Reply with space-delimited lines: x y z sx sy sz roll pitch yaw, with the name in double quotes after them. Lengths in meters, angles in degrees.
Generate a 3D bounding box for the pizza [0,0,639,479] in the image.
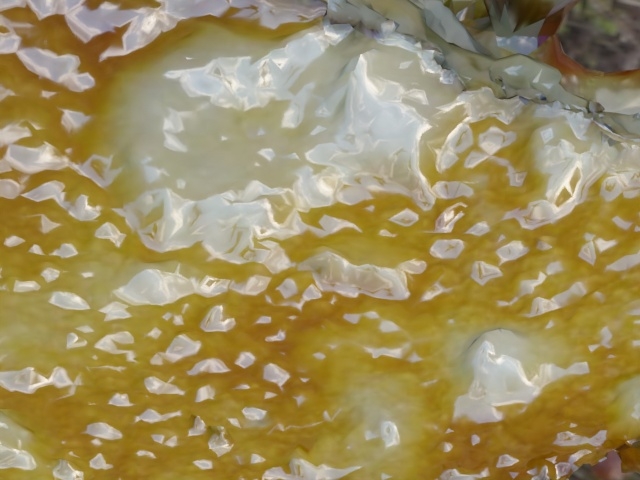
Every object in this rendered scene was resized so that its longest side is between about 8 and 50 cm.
0.000 0.000 0.574 0.406 0.130 0.440 -3 138 -1 "pizza"
